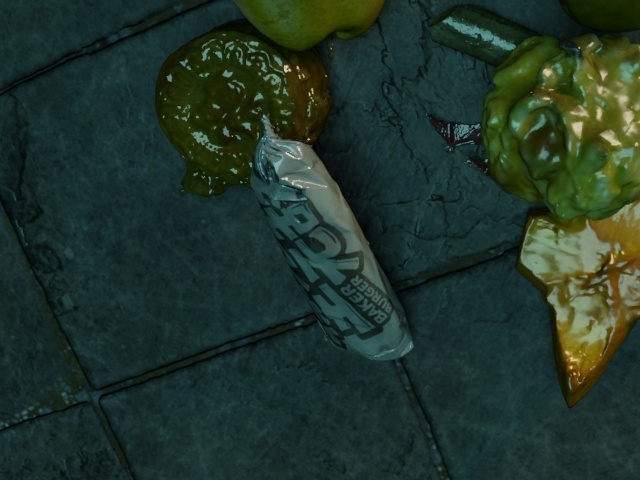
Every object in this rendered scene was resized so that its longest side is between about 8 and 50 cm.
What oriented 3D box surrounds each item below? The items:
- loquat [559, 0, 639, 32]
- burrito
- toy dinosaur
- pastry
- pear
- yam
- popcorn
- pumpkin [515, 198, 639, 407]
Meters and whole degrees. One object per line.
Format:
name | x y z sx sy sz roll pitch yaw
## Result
loquat | 0.395 -0.369 1.309 0.246 0.213 0.213 -29 98 9
burrito | 0.000 0.000 1.481 0.139 0.101 0.445 6 136 41
toy dinosaur | 0.247 -0.131 1.494 0.220 0.032 0.108 27 106 1
pastry | -0.103 -0.194 1.508 0.240 0.132 0.235 -5 114 19
pear | -0.018 -0.410 1.352 0.285 0.285 0.336 -38 110 19
yam | 0.223 -0.278 1.441 0.146 0.070 0.070 25 109 5
popcorn | 0.327 -0.151 1.351 0.249 0.225 0.249 1 63 -2
pumpkin | 0.394 0.043 1.470 0.290 0.095 0.258 -34 85 10
